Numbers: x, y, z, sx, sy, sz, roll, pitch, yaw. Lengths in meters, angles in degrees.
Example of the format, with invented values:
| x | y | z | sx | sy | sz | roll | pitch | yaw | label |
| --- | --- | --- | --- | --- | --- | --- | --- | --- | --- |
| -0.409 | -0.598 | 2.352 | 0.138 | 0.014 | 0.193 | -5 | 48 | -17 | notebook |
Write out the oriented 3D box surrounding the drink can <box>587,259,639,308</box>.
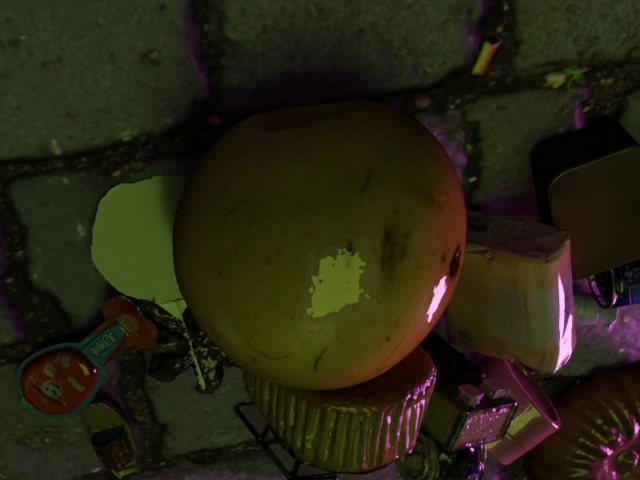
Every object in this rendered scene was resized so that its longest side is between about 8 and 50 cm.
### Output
| x | y | z | sx | sy | sz | roll | pitch | yaw | label |
| --- | --- | --- | --- | --- | --- | --- | --- | --- | --- |
| 0.523 | 0.036 | 1.530 | 0.235 | 0.097 | 0.097 | -10 | 129 | -7 | drink can |

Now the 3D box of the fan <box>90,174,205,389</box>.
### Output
| x | y | z | sx | sy | sz | roll | pitch | yaw | label |
| --- | --- | --- | --- | --- | --- | --- | --- | --- | --- |
| -0.191 | 0.062 | 1.345 | 0.182 | 0.010 | 0.310 | -14 | 112 | -7 | fan |

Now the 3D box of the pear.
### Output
| x | y | z | sx | sy | sz | roll | pitch | yaw | label |
| --- | --- | --- | --- | --- | --- | --- | --- | --- | --- |
| 0.000 | 0.000 | 1.196 | 0.348 | 0.348 | 0.348 | -8 | 129 | -10 | pear |

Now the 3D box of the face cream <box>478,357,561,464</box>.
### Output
| x | y | z | sx | sy | sz | roll | pitch | yaw | label |
| --- | --- | --- | --- | --- | --- | --- | --- | --- | --- |
| 0.287 | 0.257 | 1.597 | 0.104 | 0.149 | 0.149 | -39 | 127 | 14 | face cream |

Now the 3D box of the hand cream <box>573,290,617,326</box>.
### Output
| x | y | z | sx | sy | sz | roll | pitch | yaw | label |
| --- | --- | --- | --- | --- | --- | --- | --- | --- | --- |
| 0.349 | 0.097 | 1.559 | 0.204 | 0.050 | 0.078 | 6 | 127 | -14 | hand cream |

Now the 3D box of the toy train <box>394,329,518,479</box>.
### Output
| x | y | z | sx | sy | sz | roll | pitch | yaw | label |
| --- | --- | --- | --- | --- | --- | --- | --- | --- | --- |
| 0.153 | 0.236 | 1.483 | 0.134 | 0.261 | 0.178 | -2 | 120 | -42 | toy train |

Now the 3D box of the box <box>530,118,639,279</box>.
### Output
| x | y | z | sx | sy | sz | roll | pitch | yaw | label |
| --- | --- | --- | --- | --- | --- | --- | --- | --- | --- |
| 0.373 | -0.057 | 1.416 | 0.144 | 0.090 | 0.201 | -21 | 130 | 1 | box |

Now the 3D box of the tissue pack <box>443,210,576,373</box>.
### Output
| x | y | z | sx | sy | sz | roll | pitch | yaw | label |
| --- | --- | --- | --- | --- | --- | --- | --- | --- | --- |
| 0.258 | 0.072 | 1.437 | 0.186 | 0.090 | 0.222 | 15 | 135 | 29 | tissue pack |

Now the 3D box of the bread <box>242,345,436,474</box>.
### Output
| x | y | z | sx | sy | sz | roll | pitch | yaw | label |
| --- | --- | --- | --- | --- | --- | --- | --- | --- | --- |
| 0.022 | 0.175 | 1.351 | 0.227 | 0.253 | 0.143 | -15 | 131 | -28 | bread |

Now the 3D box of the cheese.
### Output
| x | y | z | sx | sy | sz | roll | pitch | yaw | label |
| --- | --- | --- | --- | --- | --- | --- | --- | --- | --- |
| -0.324 | 0.165 | 1.399 | 0.256 | 0.037 | 0.106 | -38 | 106 | 23 | cheese |

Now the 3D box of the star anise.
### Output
| x | y | z | sx | sy | sz | roll | pitch | yaw | label |
| --- | --- | --- | --- | --- | --- | --- | --- | --- | --- |
| -0.162 | 0.142 | 1.429 | 0.212 | 0.073 | 0.197 | -5 | 126 | -9 | star anise |

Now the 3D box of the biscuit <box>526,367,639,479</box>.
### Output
| x | y | z | sx | sy | sz | roll | pitch | yaw | label |
| --- | --- | --- | --- | --- | --- | --- | --- | --- | --- |
| 0.513 | 0.353 | 1.773 | 0.325 | 0.107 | 0.326 | -8 | 132 | -9 | biscuit |

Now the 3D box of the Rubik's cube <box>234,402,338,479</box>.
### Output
| x | y | z | sx | sy | sz | roll | pitch | yaw | label |
| --- | --- | --- | --- | --- | --- | --- | --- | --- | --- |
| -0.042 | 0.280 | 1.593 | 0.178 | 0.211 | 0.190 | 37 | 79 | -14 | Rubik's cube |

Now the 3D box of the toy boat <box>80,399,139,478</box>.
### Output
| x | y | z | sx | sy | sz | roll | pitch | yaw | label |
| --- | --- | --- | --- | --- | --- | --- | --- | --- | --- |
| -0.307 | 0.286 | 1.505 | 0.065 | 0.066 | 0.172 | -15 | 129 | -1 | toy boat |
